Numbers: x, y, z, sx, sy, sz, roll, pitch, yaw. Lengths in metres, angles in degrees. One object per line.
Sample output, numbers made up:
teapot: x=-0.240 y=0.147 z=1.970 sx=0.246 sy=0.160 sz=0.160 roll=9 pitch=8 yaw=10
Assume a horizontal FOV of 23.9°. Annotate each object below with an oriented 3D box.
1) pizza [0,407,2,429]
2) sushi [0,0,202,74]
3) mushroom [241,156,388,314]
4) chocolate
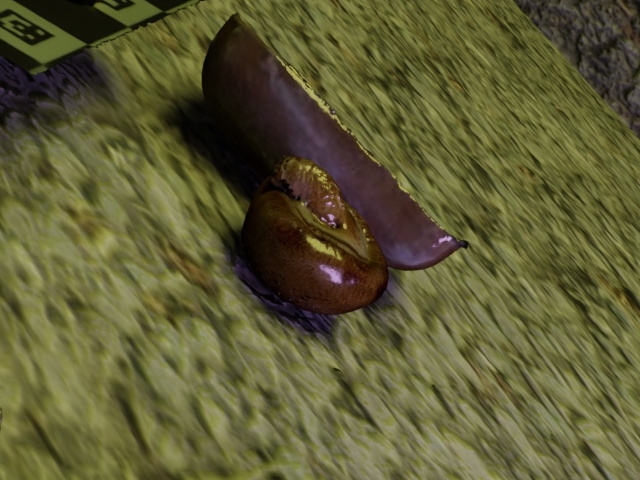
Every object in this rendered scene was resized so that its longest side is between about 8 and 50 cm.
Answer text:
pizza: x=-0.235 y=0.033 z=0.636 sx=0.185 sy=0.036 sz=0.176 roll=10 pitch=36 yaw=-54
sushi: x=-0.265 y=-0.204 z=1.001 sx=0.343 sy=0.064 sz=0.359 roll=31 pitch=24 yaw=5
mushroom: x=0.000 y=0.000 z=1.072 sx=0.127 sy=0.087 sz=0.127 roll=33 pitch=23 yaw=-16
chocolate: x=-0.005 y=-0.063 z=1.192 sx=0.261 sy=0.083 sz=0.161 roll=45 pitch=3 yaw=0
